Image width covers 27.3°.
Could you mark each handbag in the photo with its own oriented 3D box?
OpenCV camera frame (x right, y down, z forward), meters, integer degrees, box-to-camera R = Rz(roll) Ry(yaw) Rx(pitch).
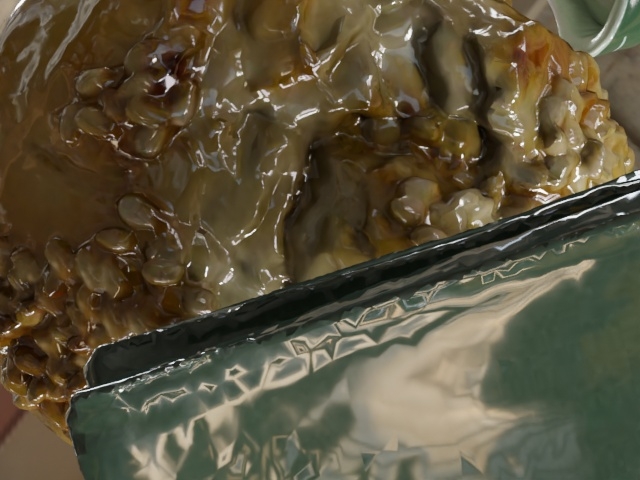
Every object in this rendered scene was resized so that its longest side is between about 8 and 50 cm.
[{"bbox_3d":[0.082,0.110,0.363,0.260,0.079,0.247,-19,-79,-4],"label":"handbag"}]

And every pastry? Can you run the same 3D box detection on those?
[{"bbox_3d":[0.000,0.000,0.557,0.162,0.311,0.255,-127,-127,-66],"label":"pastry"}]

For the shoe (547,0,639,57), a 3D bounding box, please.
[{"bbox_3d":[0.132,-0.227,0.763,0.265,0.110,0.095,56,-35,-6],"label":"shoe"}]
